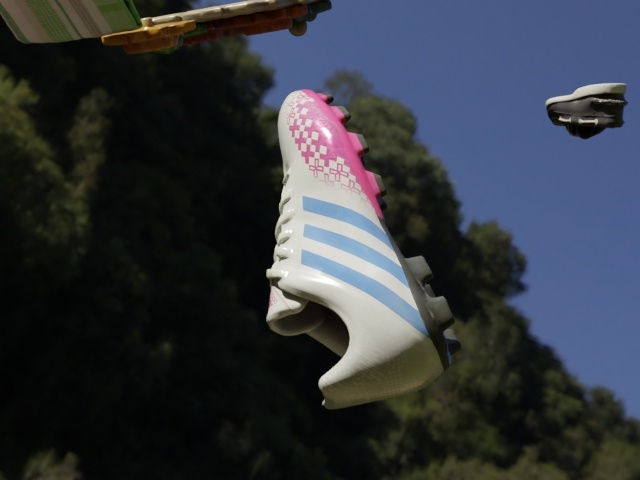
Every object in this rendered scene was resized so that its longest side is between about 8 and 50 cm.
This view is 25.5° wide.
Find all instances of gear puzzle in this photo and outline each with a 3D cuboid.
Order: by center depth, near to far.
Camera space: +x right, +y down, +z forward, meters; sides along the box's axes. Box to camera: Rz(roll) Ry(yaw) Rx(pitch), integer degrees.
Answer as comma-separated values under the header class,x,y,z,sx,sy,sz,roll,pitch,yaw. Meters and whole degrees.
class,x,y,z,sx,sy,sz,roll,pitch,yaw
gear puzzle,-0.104,-0.212,1.418,0.176,0.339,0.044,-6,-80,21

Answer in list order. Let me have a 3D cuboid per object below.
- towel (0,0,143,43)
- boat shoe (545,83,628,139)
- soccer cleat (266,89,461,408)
class,x,y,z,sx,sy,sz,roll,pitch,yaw
towel,-0.242,-0.230,1.279,0.152,0.023,0.113,-1,-43,34
boat shoe,0.219,-0.102,1.167,0.046,0.038,0.125,0,-3,-14
soccer cleat,0.000,0.000,1.237,0.116,0.143,0.331,71,-6,-54
